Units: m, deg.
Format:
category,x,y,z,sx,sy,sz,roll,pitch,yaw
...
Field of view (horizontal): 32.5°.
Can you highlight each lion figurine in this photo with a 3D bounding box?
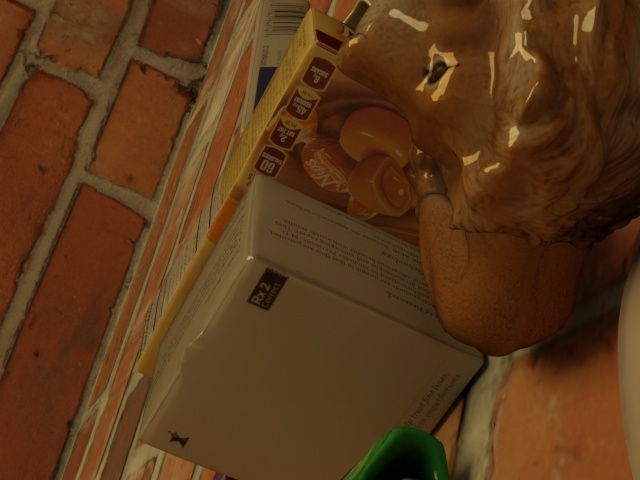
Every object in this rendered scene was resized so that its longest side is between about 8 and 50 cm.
category,x,y,z,sx,sy,sz,roll,pitch,yaw
lion figurine,0.104,-0.034,0.569,0.392,0.142,0.240,72,-164,-57

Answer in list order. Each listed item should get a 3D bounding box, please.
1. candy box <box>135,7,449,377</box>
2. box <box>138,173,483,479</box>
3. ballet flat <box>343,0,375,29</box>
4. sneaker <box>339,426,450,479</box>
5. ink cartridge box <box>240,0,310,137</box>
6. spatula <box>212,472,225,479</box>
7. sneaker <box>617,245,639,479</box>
category,x,y,z,sx,sy,sz,roll,pitch,yaw
candy box,0.000,0.000,0.875,0.316,0.182,0.087,-59,16,25
box,-0.009,0.081,0.792,0.181,0.181,0.119,-58,16,28
ballet flat,0.080,-0.195,0.987,0.348,0.123,0.123,128,159,-50
sneaker,0.045,0.193,0.579,0.295,0.109,0.124,-108,40,-68
ink cartridge box,-0.042,-0.056,1.228,0.324,0.071,0.330,-90,-1,-55
spatula,-0.096,0.178,1.229,0.084,0.030,0.296,-55,19,34
sneaker,0.191,-0.011,0.389,0.123,0.105,0.290,-36,32,66
